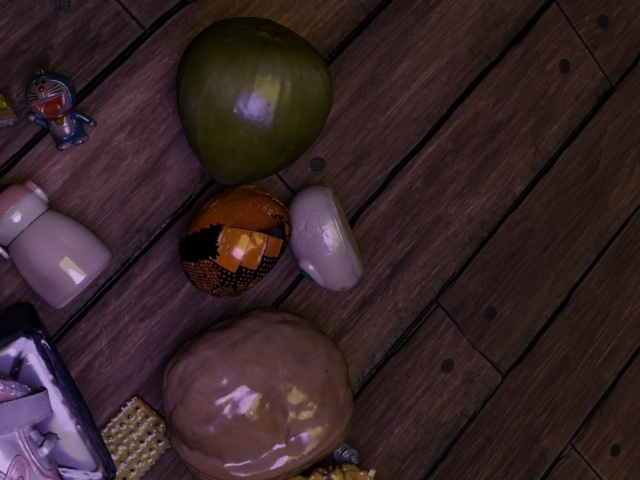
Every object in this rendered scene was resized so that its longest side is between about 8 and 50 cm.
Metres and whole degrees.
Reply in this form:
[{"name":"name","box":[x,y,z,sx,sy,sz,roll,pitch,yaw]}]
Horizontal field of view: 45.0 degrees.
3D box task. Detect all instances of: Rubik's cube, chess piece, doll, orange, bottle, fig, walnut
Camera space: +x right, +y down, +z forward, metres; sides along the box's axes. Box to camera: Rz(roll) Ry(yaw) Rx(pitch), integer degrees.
[{"name":"Rubik's cube","box":[-0.550,0.305,1.297,0.305,0.307,0.310,-30,104,-16]},{"name":"chess piece","box":[0.044,0.452,1.648,0.059,0.149,0.059,-2,96,-22]},{"name":"doll","box":[-0.478,-0.241,1.402,0.114,0.085,0.152,-18,113,-2]},{"name":"orange","box":[-0.162,0.000,1.480,0.234,0.234,0.182,-38,108,-16]},{"name":"bottle","box":[-0.502,-0.005,1.382,0.147,0.147,0.236,-46,102,-14]},{"name":"fig","box":[-0.135,-0.251,1.457,0.316,0.316,0.316,-2,95,-23]},{"name":"walnut","box":[-0.119,0.302,1.476,0.381,0.381,0.381,-2,95,-23]}]

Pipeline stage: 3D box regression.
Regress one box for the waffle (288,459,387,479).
[{"name":"waffle","box":[-0.022,0.626,1.601,0.382,0.095,0.379,-13,119,-16]}]

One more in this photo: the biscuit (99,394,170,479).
[{"name":"biscuit","box":[-0.401,0.427,1.523,0.231,0.016,0.139,-48,111,-13]}]

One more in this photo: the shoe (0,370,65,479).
[{"name":"shoe","box":[-0.451,0.285,1.076,0.351,0.172,0.198,43,76,-18]}]

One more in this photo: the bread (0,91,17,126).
[{"name":"bread","box":[-0.612,-0.236,1.351,0.157,0.083,0.094,9,78,-23]}]

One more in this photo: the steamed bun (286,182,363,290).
[{"name":"steamed bun","box":[0.000,0.000,1.585,0.131,0.177,0.228,-20,104,6]}]
